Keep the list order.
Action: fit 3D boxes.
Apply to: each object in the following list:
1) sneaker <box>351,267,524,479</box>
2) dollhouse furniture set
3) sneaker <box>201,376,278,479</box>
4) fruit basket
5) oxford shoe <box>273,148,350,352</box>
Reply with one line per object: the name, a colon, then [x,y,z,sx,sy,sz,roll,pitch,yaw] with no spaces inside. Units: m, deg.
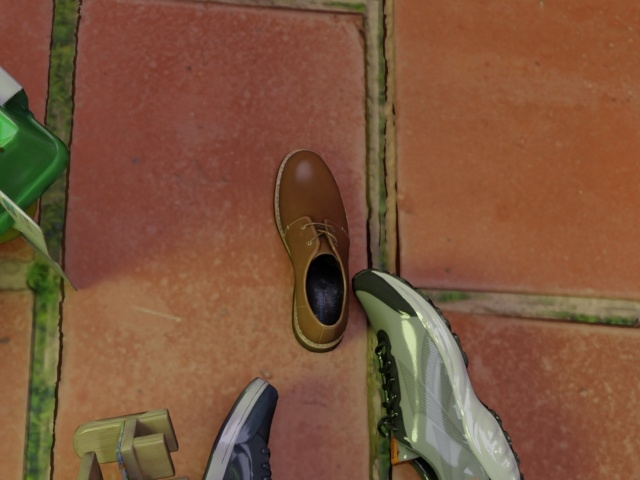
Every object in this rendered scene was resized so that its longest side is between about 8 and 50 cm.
sneaker: [0.096,0.150,1.578,0.108,0.100,0.272,-25,79,-12]
dollhouse furniture set: [-0.190,0.301,1.372,0.161,0.212,0.242,-10,117,5]
sneaker: [-0.037,0.255,1.513,0.163,0.086,0.226,18,79,6]
fruit basket: [-0.340,-0.093,1.432,0.327,0.353,0.165,42,87,5]
oxford shoe: [0.000,0.000,1.619,0.076,0.076,0.212,-5,72,-11]
